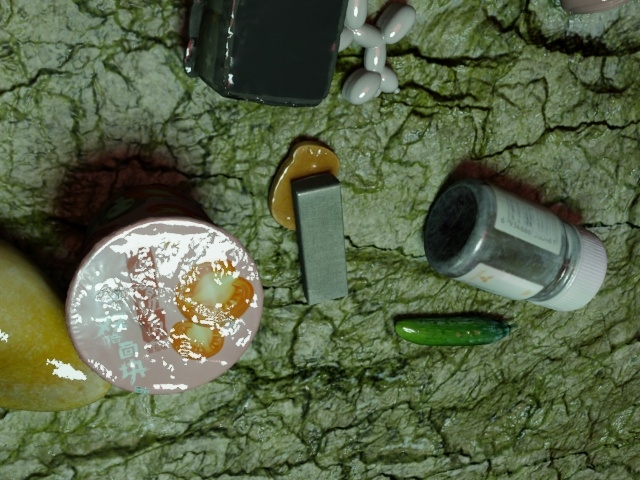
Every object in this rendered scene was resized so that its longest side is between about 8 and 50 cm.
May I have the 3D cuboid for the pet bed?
[{"bbox_3d":[-0.079,-0.293,0.966,0.183,0.159,0.211,-2,116,-30],"label":"pet bed"}]

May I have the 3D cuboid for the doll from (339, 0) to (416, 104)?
[{"bbox_3d":[0.069,-0.277,1.066,0.160,0.059,0.160,13,107,-35],"label":"doll"}]

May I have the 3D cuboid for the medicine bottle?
[{"bbox_3d":[0.319,0.013,1.207,0.273,0.165,0.165,20,102,-25],"label":"medicine bottle"}]

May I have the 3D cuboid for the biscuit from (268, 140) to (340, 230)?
[{"bbox_3d":[-0.018,-0.080,1.132,0.118,0.023,0.140,26,101,-31],"label":"biscuit"}]

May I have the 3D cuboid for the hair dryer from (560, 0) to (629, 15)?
[{"bbox_3d":[0.502,-0.486,1.057,0.352,0.125,0.211,-18,117,12],"label":"hair dryer"}]

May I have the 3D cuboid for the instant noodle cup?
[{"bbox_3d":[-0.218,0.048,0.995,0.242,0.231,0.243,-6,112,-16],"label":"instant noodle cup"}]

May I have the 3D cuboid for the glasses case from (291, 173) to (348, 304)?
[{"bbox_3d":[0.000,0.000,1.139,0.070,0.047,0.205,-14,123,-13],"label":"glasses case"}]

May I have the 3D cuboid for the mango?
[{"bbox_3d":[-0.444,0.102,0.949,0.383,0.199,0.221,29,116,-18],"label":"mango"}]

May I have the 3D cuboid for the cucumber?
[{"bbox_3d":[0.242,0.161,1.295,0.249,0.056,0.056,2,109,-17],"label":"cucumber"}]
